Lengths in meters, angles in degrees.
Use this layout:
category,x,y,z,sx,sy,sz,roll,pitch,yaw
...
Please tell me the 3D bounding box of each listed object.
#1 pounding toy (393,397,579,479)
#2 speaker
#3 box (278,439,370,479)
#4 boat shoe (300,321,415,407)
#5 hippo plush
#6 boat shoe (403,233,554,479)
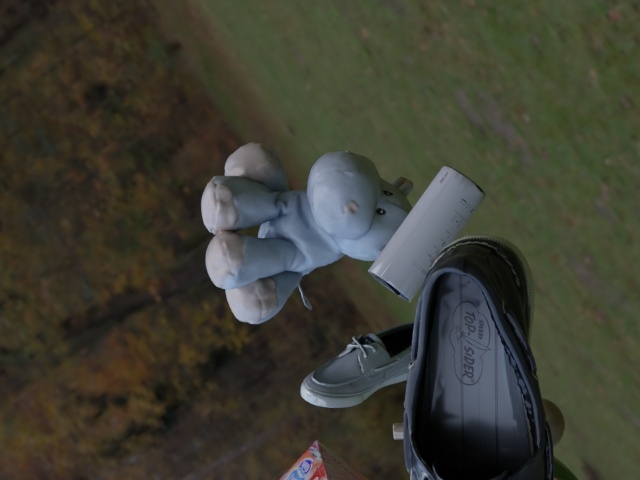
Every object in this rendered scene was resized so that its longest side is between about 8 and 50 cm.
category,x,y,z,sx,sy,sz,roll,pitch,yaw
pounding toy,0.187,0.221,1.453,0.237,0.183,0.110,68,-154,-45
speaker,0.108,-0.006,1.411,0.055,0.136,0.055,35,175,3
box,0.064,0.473,2.172,0.300,0.154,0.142,40,-172,-16
boat shoe,0.065,0.162,1.921,0.079,0.227,0.081,32,125,39
hippo plush,0.000,0.000,1.890,0.236,0.234,0.294,-7,141,34
boat shoe,0.125,0.167,1.125,0.113,0.127,0.340,-9,-78,-72
